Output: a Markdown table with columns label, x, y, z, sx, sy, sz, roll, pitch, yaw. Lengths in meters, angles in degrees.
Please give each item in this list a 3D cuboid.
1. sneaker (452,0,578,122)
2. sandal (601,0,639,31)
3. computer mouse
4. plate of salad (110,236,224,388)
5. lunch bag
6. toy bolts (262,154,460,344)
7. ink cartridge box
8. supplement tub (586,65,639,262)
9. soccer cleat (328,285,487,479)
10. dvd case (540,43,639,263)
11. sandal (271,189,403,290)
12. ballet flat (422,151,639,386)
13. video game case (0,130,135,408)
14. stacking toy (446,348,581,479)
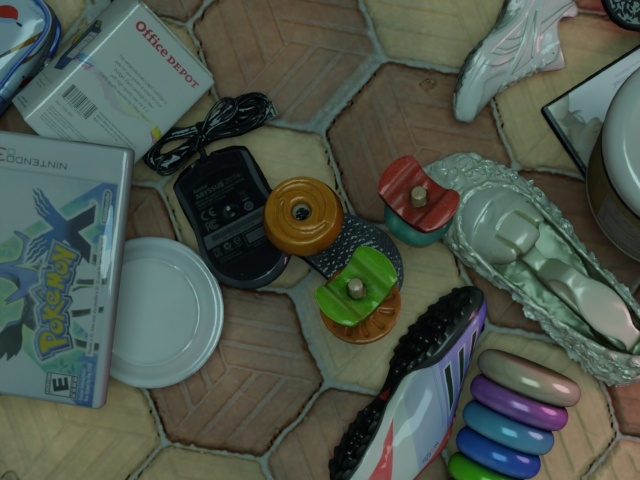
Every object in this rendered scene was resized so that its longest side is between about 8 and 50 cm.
| label | x | y | z | sx | sy | sz | roll | pitch | yaw |
| --- | --- | --- | --- | --- | --- | --- | --- | --- | --- |
| sneaker | 0.263 | -0.243 | 1.947 | 0.115 | 0.090 | 0.232 | 33 | 89 | -2 |
| sandal | 0.465 | -0.469 | 1.961 | 0.167 | 0.107 | 0.446 | 13 | 75 | 1 |
| computer mouse | -0.109 | -0.048 | 1.917 | 0.188 | 0.072 | 0.272 | -23 | 64 | 2 |
| plate of salad | -0.223 | 0.095 | 1.947 | 0.199 | 0.048 | 0.200 | -1 | 87 | 10 |
| lunch bag | -0.496 | -0.287 | 1.931 | 0.303 | 0.115 | 0.243 | 37 | 85 | 2 |
| toy bolts | 0.057 | -0.004 | 1.851 | 0.228 | 0.158 | 0.218 | -42 | 73 | -8 |
| ink cartridge box | -0.267 | -0.193 | 1.908 | 0.212 | 0.093 | 0.154 | -45 | 120 | -1 |
| supplement tub | 0.444 | -0.088 | 1.791 | 0.228 | 0.316 | 0.228 | -1 | 79 | 5 |
| soccer cleat | 0.137 | 0.208 | 1.927 | 0.116 | 0.108 | 0.318 | 34 | 85 | -19 |
| dvd case | 0.437 | -0.119 | 1.973 | 0.180 | 0.022 | 0.253 | -33 | 88 | -2 |
| sandal | 0.000 | -0.001 | 1.956 | 0.254 | 0.054 | 0.097 | 28 | 80 | 10 |
| ballet flat | 0.295 | 0.026 | 1.912 | 0.409 | 0.147 | 0.147 | 42 | 88 | 2 |
| video game case | -0.397 | 0.028 | 1.850 | 0.299 | 0.036 | 0.329 | 8 | 96 | 8 |
| stacking toy | 0.217 | 0.315 | 1.907 | 0.141 | 0.141 | 0.330 | 21 | 93 | 0 |
